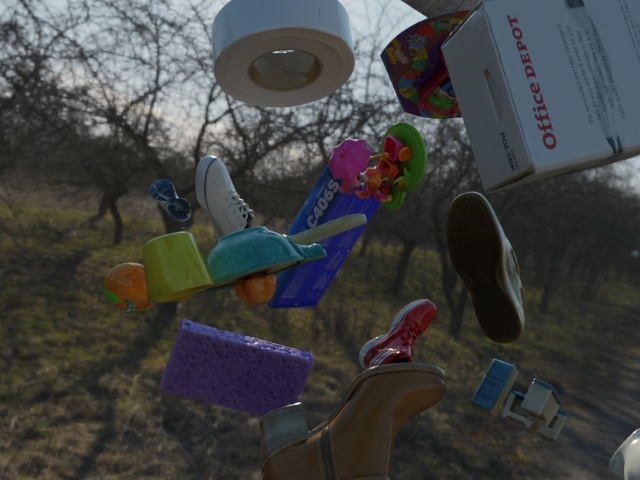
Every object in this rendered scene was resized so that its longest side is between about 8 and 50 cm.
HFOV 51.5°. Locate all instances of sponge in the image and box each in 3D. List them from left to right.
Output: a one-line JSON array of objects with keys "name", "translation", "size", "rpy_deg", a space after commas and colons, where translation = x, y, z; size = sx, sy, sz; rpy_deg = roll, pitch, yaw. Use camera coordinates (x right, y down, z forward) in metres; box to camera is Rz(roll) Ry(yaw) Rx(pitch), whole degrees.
[{"name": "sponge", "translation": [-0.128, 0.202, 1.017], "size": [0.210, 0.117, 0.031], "rpy_deg": [17, 18, -14]}]

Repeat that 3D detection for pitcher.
[{"name": "pitcher", "translation": [0.515, 0.318, 0.966], "size": [0.125, 0.178, 0.207], "rpy_deg": [27, 1, 10]}]

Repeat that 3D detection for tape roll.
[{"name": "tape roll", "translation": [-0.074, -0.380, 1.326], "size": [0.286, 0.100, 0.286], "rpy_deg": [-5, -19, -2]}]

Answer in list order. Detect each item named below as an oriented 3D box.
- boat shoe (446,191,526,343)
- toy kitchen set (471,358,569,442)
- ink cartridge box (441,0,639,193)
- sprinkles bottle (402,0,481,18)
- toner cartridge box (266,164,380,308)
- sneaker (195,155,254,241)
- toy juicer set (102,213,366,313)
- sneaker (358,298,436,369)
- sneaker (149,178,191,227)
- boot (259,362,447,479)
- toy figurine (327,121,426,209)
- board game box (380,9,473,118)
[{"name": "boat shoe", "translation": [0.329, 0.045, 1.285], "size": [0.109, 0.302, 0.098], "rpy_deg": [-15, 11, 35]}, {"name": "toy kitchen set", "translation": [0.420, 0.313, 1.413], "size": [0.207, 0.122, 0.166], "rpy_deg": [16, -26, 44]}, {"name": "ink cartridge box", "translation": [0.151, -0.092, 0.389], "size": [0.135, 0.099, 0.056], "rpy_deg": [-13, -5, -17]}, {"name": "sprinkles bottle", "translation": [0.199, -0.391, 1.015], "size": [0.355, 0.121, 0.121], "rpy_deg": [25, -3, -19]}, {"name": "toner cartridge box", "translation": [0.000, 0.000, 1.522], "size": [0.165, 0.348, 0.075], "rpy_deg": [6, 32, -51]}, {"name": "sneaker", "translation": [-0.187, -0.066, 1.407], "size": [0.091, 0.258, 0.094], "rpy_deg": [11, 47, 27]}, {"name": "toy juicer set", "translation": [-0.107, 0.045, 0.820], "size": [0.209, 0.090, 0.329], "rpy_deg": [-24, -9, 42]}, {"name": "sneaker", "translation": [0.200, 0.229, 1.486], "size": [0.087, 0.221, 0.128], "rpy_deg": [52, -12, -23]}, {"name": "sneaker", "translation": [-0.312, -0.074, 1.379], "size": [0.052, 0.058, 0.135], "rpy_deg": [-30, 56, -18]}, {"name": "boot", "translation": [0.046, 0.203, 0.598], "size": [0.197, 0.073, 0.152], "rpy_deg": [-22, 40, -2]}, {"name": "toy figurine", "translation": [0.083, -0.127, 1.199], "size": [0.159, 0.173, 0.130], "rpy_deg": [-8, 39, -32]}, {"name": "board game box", "translation": [0.139, -0.162, 0.679], "size": [0.133, 0.033, 0.169], "rpy_deg": [-9, -27, 18]}]
